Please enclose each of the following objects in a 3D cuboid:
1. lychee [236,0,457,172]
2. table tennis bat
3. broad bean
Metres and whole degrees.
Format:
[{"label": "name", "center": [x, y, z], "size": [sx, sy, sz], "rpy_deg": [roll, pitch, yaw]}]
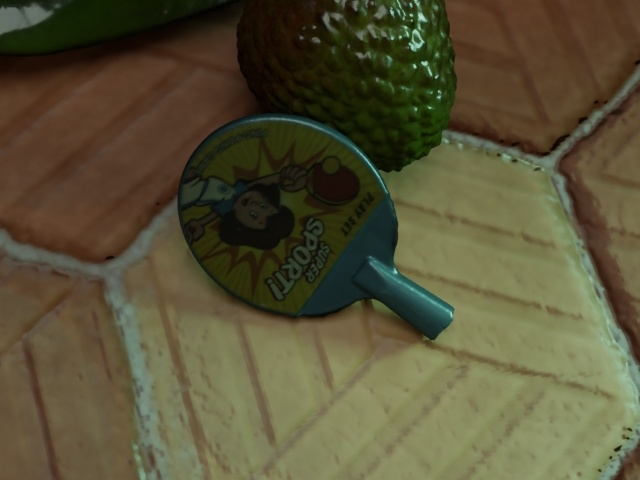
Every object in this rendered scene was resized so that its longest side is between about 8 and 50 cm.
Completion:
[{"label": "lychee", "center": [0.014, -0.104, 0.689], "size": [0.114, 0.114, 0.146], "rpy_deg": [-35, 100, -18]}, {"label": "table tennis bat", "center": [0.000, 0.000, 0.674], "size": [0.155, 0.019, 0.100], "rpy_deg": [36, 104, -9]}, {"label": "broad bean", "center": [-0.049, -0.165, 0.738], "size": [0.339, 0.061, 0.077], "rpy_deg": [-17, 81, -12]}]
